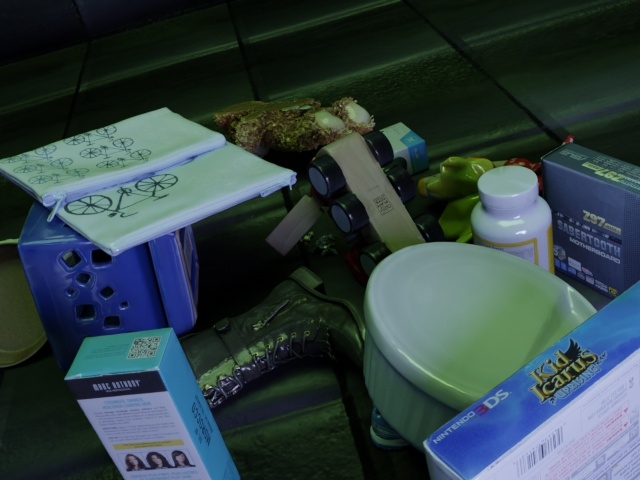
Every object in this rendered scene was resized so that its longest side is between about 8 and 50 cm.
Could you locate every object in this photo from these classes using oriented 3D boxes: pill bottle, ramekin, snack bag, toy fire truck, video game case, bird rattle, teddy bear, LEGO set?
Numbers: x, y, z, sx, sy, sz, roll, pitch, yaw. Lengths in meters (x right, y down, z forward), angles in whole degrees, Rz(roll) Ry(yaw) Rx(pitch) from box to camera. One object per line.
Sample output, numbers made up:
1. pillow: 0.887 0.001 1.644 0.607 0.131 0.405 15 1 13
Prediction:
1. pill bottle: 0.254 -0.002 0.979 0.103 0.184 0.103 -10 34 7
2. ramekin: 0.170 0.128 0.813 0.273 0.127 0.273 8 33 -5
3. snack bag: -0.260 -0.102 1.091 0.323 0.037 0.342 -25 40 -35
4. toy fire truck: 0.034 -0.019 1.124 0.158 0.217 0.246 -31 -2 -21
5. video game case: 0.222 0.196 0.648 0.269 0.244 0.061 -29 35 -21
6. bird rattle: 0.270 -0.105 1.187 0.253 0.143 0.207 -26 18 -21
7. teddy bear: -0.056 -0.215 1.468 0.338 0.113 0.245 -2 22 21
8. LEGO set: -0.002 0.001 1.223 0.083 0.023 0.054 10 41 33

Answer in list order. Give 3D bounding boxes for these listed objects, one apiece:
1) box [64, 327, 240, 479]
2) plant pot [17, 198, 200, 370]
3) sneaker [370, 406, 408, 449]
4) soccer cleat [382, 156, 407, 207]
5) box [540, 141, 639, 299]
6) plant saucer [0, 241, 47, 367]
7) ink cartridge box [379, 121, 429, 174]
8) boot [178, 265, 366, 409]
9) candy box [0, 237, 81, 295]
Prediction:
1. box: -0.169 0.205 0.789 0.100 0.244 0.060 -7 35 11
2. plant pot: -0.301 0.029 1.124 0.212 0.236 0.236 -8 33 -3
3. sneaker: 0.121 0.203 0.847 0.135 0.058 0.052 -11 34 5
4. soccer cleat: 0.119 -0.076 1.265 0.072 0.060 0.179 16 50 25
5. box: 0.386 -0.005 0.934 0.059 0.183 0.233 -29 37 -20
6. plant saucer: -0.495 0.103 1.180 0.199 0.036 0.198 -2 79 12
7. ink cartridge box: 0.095 -0.146 1.366 0.180 0.060 0.104 -22 34 -10
8. boot: -0.061 0.154 0.985 0.229 0.091 0.263 -32 33 -15
9. candy box: -0.507 0.062 1.292 0.196 0.070 0.165 -8 35 11
